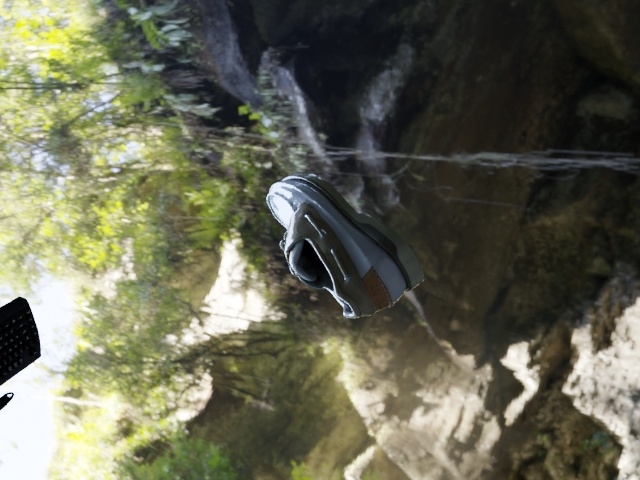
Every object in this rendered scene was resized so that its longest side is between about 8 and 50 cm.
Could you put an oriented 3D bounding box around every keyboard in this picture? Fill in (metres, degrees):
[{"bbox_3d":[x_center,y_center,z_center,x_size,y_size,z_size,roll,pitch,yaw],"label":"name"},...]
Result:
[{"bbox_3d":[-0.317,0.132,0.787,0.192,0.038,0.100,-43,-50,-57],"label":"keyboard"}]

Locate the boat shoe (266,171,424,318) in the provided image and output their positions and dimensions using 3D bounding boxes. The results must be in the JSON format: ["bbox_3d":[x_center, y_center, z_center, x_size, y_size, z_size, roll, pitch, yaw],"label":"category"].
[{"bbox_3d":[0.000,0.000,1.094,0.103,0.302,0.113,-37,-55,-14],"label":"boat shoe"}]
